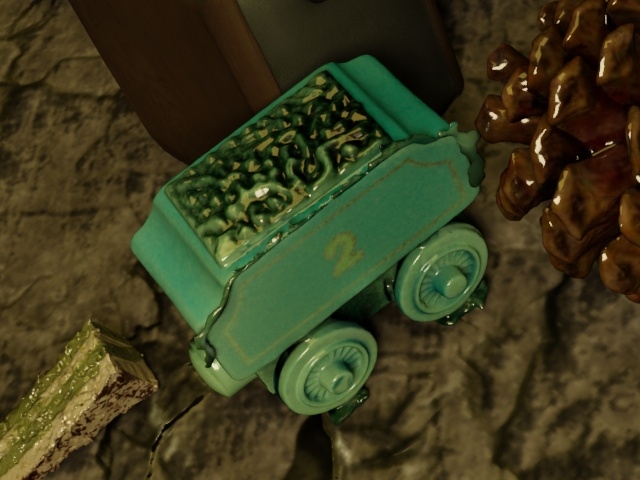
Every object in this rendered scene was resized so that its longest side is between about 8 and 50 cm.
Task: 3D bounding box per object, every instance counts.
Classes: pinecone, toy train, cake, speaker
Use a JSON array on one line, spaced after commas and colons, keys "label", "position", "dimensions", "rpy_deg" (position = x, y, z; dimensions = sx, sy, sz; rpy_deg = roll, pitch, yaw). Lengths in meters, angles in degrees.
[{"label": "pinecone", "position": [0.178, -0.059, 0.830], "dimensions": [0.168, 0.212, 0.186], "rpy_deg": [2, 95, -15]}, {"label": "toy train", "position": [0.000, 0.000, 0.859], "dimensions": [0.203, 0.163, 0.112], "rpy_deg": [-40, 50, -7]}, {"label": "cake", "position": [-0.168, 0.108, 0.920], "dimensions": [0.140, 0.055, 0.051], "rpy_deg": [-39, 58, -6]}, {"label": "speaker", "position": [-0.039, -0.146, 0.936], "dimensions": [0.192, 0.231, 0.153], "rpy_deg": [28, 69, 35]}]
